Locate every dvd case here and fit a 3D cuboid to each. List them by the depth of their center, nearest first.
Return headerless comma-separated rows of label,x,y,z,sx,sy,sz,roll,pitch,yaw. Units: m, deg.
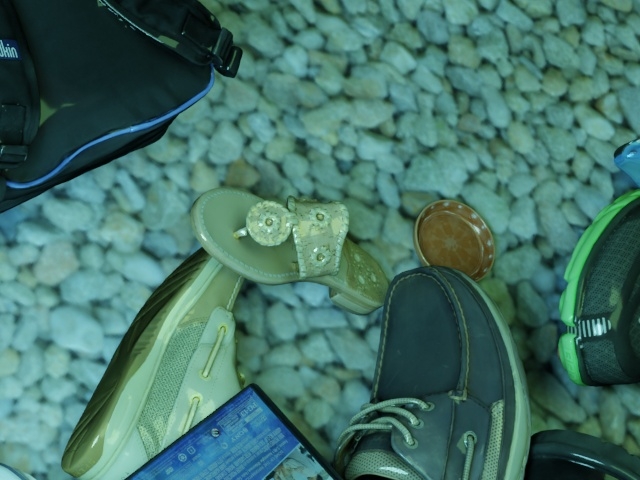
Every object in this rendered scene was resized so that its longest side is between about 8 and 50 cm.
dvd case,-0.029,0.244,1.355,0.253,0.022,0.180,47,53,10

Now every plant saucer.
plant saucer,0.120,0.003,1.687,0.083,0.013,0.083,12,63,-24

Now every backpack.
backpack,-0.248,-0.167,1.451,0.276,0.213,0.263,-30,92,-41

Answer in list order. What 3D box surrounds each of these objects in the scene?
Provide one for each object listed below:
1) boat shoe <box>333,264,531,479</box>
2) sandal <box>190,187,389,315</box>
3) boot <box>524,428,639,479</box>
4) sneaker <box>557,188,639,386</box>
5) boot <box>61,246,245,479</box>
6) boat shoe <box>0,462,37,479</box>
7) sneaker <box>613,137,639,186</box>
boat shoe,0.088,0.180,1.501,0.130,0.132,0.355,18,58,-42
sandal,-0.001,-0.006,1.528,0.240,0.079,0.088,25,42,-48
boot,0.242,0.346,1.486,0.348,0.131,0.260,46,55,-3
sneaker,0.421,0.037,1.699,0.483,0.202,0.185,-10,103,-30
boot,-0.067,0.134,1.481,0.203,0.095,0.262,38,48,-13
boat shoe,-0.153,0.254,1.380,0.267,0.096,0.088,45,51,-5
sneaker,0.352,-0.040,1.802,0.162,0.063,0.073,34,60,-10
